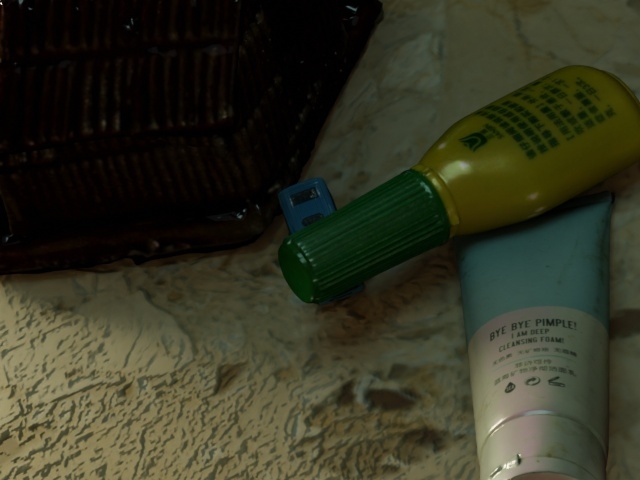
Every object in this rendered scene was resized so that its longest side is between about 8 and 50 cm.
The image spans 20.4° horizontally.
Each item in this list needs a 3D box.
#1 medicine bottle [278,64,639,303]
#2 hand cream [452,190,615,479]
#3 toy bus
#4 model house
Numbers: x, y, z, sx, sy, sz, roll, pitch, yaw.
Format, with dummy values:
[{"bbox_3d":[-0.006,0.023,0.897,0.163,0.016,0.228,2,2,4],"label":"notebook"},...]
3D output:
[{"bbox_3d":[0.091,-0.036,1.144,0.260,0.064,0.095,-27,48,-21],"label":"medicine bottle"},{"bbox_3d":[0.127,0.065,1.060,0.111,0.070,0.312,-10,30,13],"label":"hand cream"},{"bbox_3d":[0.000,0.000,1.184,0.038,0.046,0.083,-20,47,0],"label":"toy bus"},{"bbox_3d":[-0.140,-0.168,1.212,0.317,0.282,0.297,-4,51,14],"label":"model house"}]
